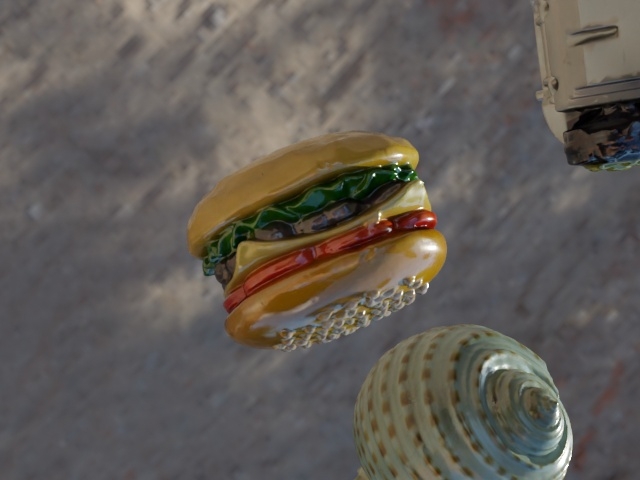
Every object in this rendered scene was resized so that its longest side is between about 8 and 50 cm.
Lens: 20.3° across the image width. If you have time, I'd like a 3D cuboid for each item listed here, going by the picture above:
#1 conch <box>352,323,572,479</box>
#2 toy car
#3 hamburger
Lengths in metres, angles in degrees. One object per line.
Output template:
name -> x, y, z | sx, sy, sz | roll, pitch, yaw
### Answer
conch -> 0.090, 0.139, 1.346 | 0.200, 0.172, 0.131 | -15, 150, 22
toy car -> 0.305, -0.160, 1.324 | 0.314, 0.198, 0.166 | -9, 179, 28
hamburger -> 0.000, 0.000, 1.093 | 0.162, 0.115, 0.162 | -23, 171, -4
